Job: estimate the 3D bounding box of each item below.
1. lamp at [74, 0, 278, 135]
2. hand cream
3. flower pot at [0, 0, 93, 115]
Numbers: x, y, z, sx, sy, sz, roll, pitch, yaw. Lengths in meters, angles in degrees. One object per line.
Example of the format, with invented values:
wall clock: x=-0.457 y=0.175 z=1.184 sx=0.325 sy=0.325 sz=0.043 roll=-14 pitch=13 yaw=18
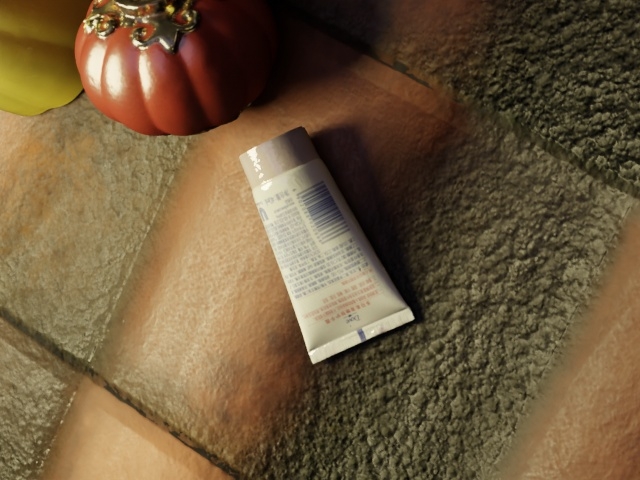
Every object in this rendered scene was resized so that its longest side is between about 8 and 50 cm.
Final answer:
lamp: x=-0.156 y=-0.210 z=1.738 sx=0.226 sy=0.227 sz=0.227 roll=0 pitch=89 yaw=26
hand cream: x=0.000 y=0.000 z=1.732 sx=0.133 sy=0.083 sz=0.248 roll=-23 pitch=90 yaw=25
flower pot: x=-0.388 y=-0.251 z=1.863 sx=0.195 sy=0.179 sz=0.195 roll=-1 pitch=88 yaw=28
